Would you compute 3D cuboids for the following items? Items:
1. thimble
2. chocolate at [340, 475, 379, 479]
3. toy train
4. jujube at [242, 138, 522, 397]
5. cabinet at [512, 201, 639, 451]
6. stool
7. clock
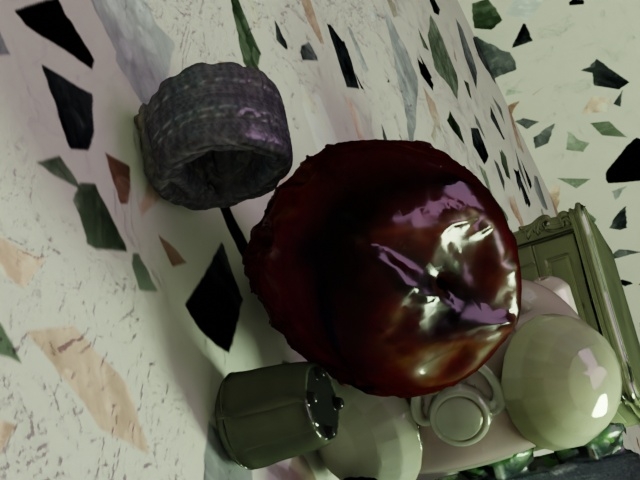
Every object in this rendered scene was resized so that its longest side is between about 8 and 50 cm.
[{"bbox_3d":[-0.102,-0.102,1.170,0.150,0.150,0.098,33,40,-60],"label":"thimble"},{"bbox_3d":[0.101,0.377,1.321,0.148,0.126,0.343,-57,141,-15],"label":"chocolate"},{"bbox_3d":[0.283,0.348,1.552,0.249,0.307,0.173,114,-36,-66],"label":"toy train"},{"bbox_3d":[0.053,0.025,1.173,0.376,0.258,0.258,-172,-119,-82],"label":"jujube"},{"bbox_3d":[0.278,0.151,1.688,0.227,0.318,0.290,37,38,-60],"label":"cabinet"},{"bbox_3d":[-0.040,0.164,1.131,0.096,0.110,0.096,-15,90,-71],"label":"stool"},{"bbox_3d":[0.172,0.165,1.379,0.326,0.342,0.184,-48,115,-75],"label":"clock"}]
